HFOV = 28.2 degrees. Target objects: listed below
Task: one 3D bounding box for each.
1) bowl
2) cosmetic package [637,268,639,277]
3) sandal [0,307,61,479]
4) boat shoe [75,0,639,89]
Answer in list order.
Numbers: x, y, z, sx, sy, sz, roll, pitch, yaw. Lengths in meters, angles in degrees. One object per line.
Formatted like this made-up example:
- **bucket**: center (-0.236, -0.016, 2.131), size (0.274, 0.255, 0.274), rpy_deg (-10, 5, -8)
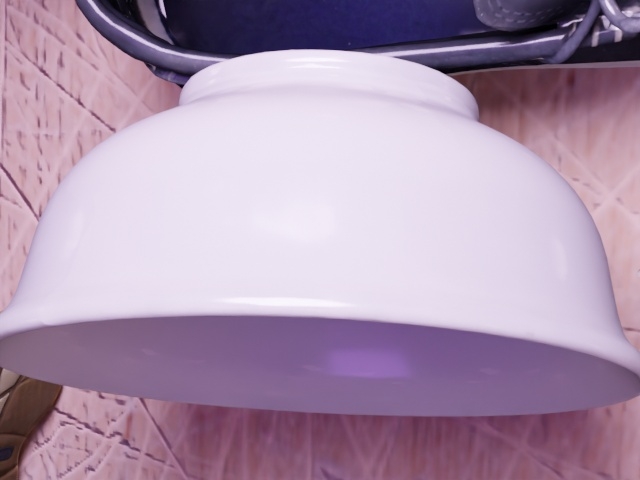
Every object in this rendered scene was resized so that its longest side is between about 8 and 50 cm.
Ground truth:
- **bowl**: center (0.000, 0.000, 0.588), size (0.298, 0.298, 0.134), rpy_deg (-4, 75, 25)
- **cosmetic package**: center (0.210, -0.003, 0.592), size (0.115, 0.060, 0.041), rpy_deg (-37, 82, 23)
- **sandal**: center (-0.213, 0.112, 0.802), size (0.049, 0.072, 0.180), rpy_deg (39, 118, 37)
- **boat shoe**: center (0.106, -0.162, 0.562), size (0.500, 0.156, 0.186), rpy_deg (-9, 93, 24)
